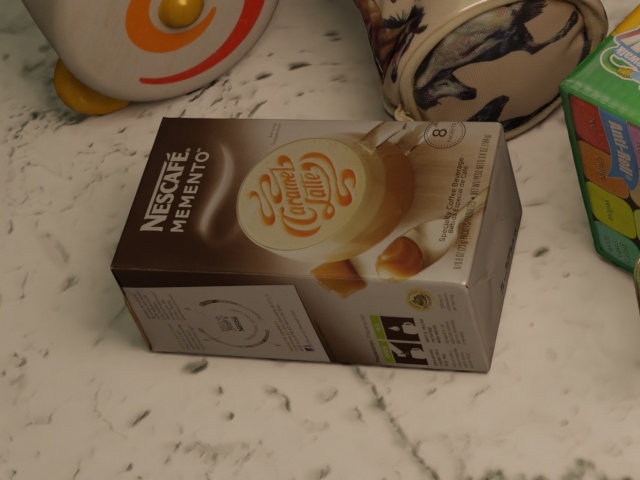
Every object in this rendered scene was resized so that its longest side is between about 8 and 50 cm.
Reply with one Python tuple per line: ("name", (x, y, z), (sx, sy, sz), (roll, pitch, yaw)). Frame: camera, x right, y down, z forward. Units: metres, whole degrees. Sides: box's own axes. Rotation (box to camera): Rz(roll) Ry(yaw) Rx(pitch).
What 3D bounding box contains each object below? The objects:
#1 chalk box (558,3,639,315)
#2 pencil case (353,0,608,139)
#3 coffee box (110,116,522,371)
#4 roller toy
("chalk box", (0.275, -0.058, 1.187), (0.179, 0.180, 0.289), (32, 65, 35))
("pencil case", (0.053, -0.257, 1.381), (0.183, 0.160, 0.410), (-31, 61, 11))
("coffee box", (0.000, 0.000, 1.278), (0.246, 0.098, 0.141), (1, 52, 18))
("roller toy", (-0.133, -0.208, 1.427), (0.209, 0.191, 0.146), (-30, 50, -7))
